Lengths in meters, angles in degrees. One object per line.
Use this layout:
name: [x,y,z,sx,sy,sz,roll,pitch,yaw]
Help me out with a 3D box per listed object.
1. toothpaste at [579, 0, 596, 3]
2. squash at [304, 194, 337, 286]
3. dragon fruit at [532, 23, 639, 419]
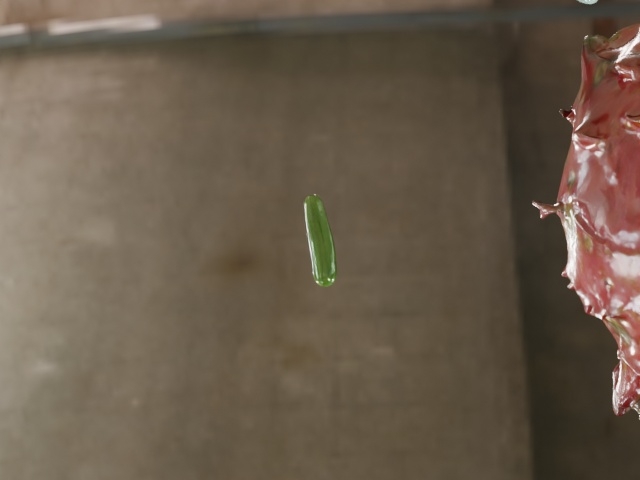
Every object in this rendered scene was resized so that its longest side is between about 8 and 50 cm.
toothpaste: [0.280,-0.287,1.698,0.056,0.036,0.205,37,-114,4]
squash: [0.000,0.000,1.838,0.027,0.089,0.027,-10,-169,2]
dragon fruit: [0.236,-0.009,1.146,0.210,0.268,0.205,1,-157,-24]
